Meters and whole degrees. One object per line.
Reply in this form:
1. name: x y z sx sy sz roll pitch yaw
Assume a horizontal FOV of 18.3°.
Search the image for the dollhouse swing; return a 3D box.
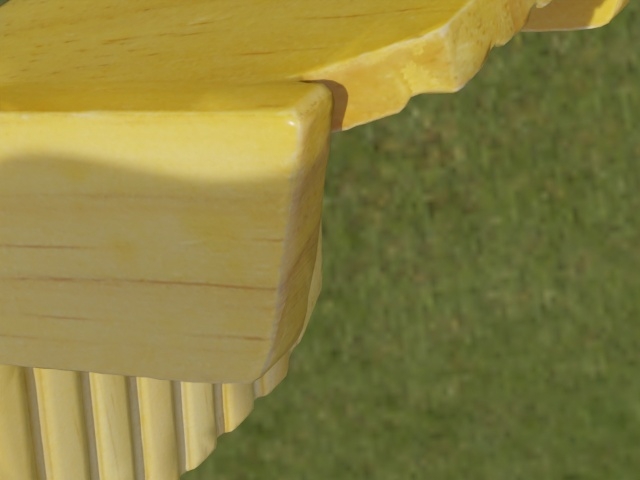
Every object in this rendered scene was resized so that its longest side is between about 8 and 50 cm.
1. dollhouse swing: 0.000 0.000 0.919 0.315 0.347 0.305 3 120 33
